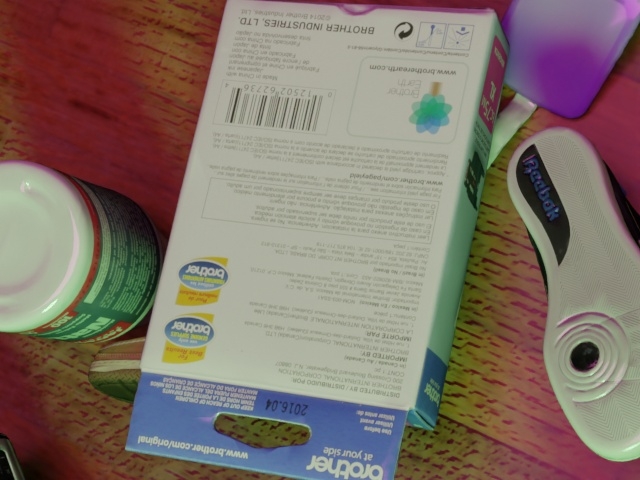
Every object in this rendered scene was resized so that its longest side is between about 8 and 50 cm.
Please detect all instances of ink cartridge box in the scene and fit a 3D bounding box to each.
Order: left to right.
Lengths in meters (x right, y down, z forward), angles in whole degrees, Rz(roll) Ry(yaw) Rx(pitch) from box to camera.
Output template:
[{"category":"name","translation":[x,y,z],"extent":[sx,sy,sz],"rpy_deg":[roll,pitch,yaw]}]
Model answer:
[{"category":"ink cartridge box","translation":[0.000,0.000,1.113],"extent":[0.186,0.065,0.311],"rpy_deg":[6,72,21]}]

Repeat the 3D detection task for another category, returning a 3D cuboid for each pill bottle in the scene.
[{"category":"pill bottle","translation":[-0.164,0.013,1.155],"extent":[0.108,0.180,0.108],"rpy_deg":[-2,82,18]}]

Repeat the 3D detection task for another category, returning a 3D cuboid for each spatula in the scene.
[{"category":"spatula","translation":[0.101,-0.048,1.156],"extent":[0.084,0.030,0.296],"rpy_deg":[34,94,20]}]

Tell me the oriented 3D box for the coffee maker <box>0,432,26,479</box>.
[{"category":"coffee maker","translation":[-0.227,0.243,1.173],"extent":[0.171,0.120,0.178],"rpy_deg":[-43,67,19]}]

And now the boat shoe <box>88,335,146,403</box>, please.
[{"category":"boat shoe","translation":[-0.062,0.072,1.181],"extent":[0.190,0.068,0.072],"rpy_deg":[0,69,14]}]

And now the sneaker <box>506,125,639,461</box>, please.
[{"category":"sneaker","translation":[0.183,0.043,1.062],"extent":[0.079,0.121,0.216],"rpy_deg":[-23,57,21]}]
